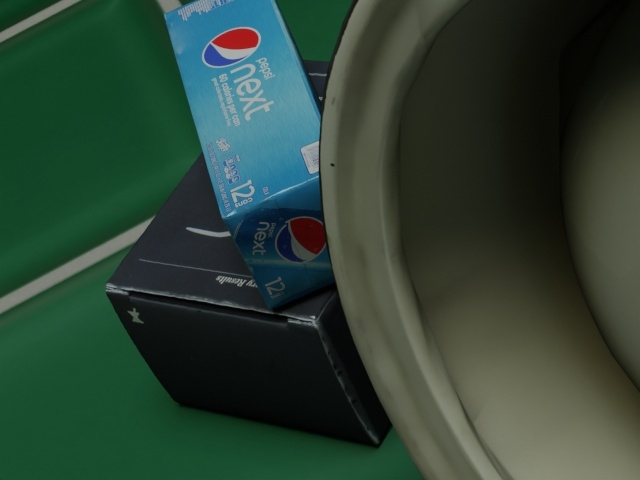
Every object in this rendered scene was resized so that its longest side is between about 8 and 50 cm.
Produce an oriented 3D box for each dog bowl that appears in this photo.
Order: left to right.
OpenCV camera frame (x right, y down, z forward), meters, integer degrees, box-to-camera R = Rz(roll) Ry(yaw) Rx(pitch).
[{"bbox_3d":[0.196,0.015,0.689,0.408,0.408,0.150,19,40,41],"label":"dog bowl"}]

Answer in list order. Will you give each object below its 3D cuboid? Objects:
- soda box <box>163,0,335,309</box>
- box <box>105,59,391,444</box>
[{"bbox_3d":[-0.030,-0.061,0.952,0.067,0.071,0.210,-23,39,3],"label":"soda box"},{"bbox_3d":[0.000,0.000,1.012,0.153,0.108,0.207,9,51,35],"label":"box"}]
